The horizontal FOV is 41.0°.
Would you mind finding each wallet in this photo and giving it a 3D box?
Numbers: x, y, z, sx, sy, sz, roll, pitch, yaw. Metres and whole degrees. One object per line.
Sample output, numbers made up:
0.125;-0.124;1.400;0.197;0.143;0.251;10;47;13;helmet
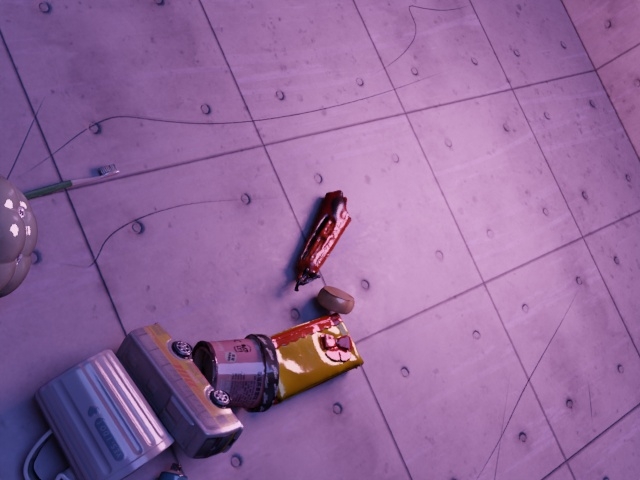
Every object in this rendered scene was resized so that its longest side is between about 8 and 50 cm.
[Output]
-0.026;0.240;1.802;0.241;0.067;0.141;-18;80;-40;wallet

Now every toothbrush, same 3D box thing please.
-0.494;-0.104;1.633;0.257;0.018;0.024;-26;84;-41;toothbrush

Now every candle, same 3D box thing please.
0.000;0.000;1.935;0.084;0.059;0.301;34;51;-6;candle

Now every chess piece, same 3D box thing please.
0.034;0.131;1.886;0.084;0.084;0.038;16;100;-31;chess piece

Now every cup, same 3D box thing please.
-0.387;0.314;1.433;0.221;0.167;0.202;-29;86;-44;cup

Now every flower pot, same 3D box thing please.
-0.582;-0.008;1.382;0.246;0.246;0.195;41;52;-15;flower pot

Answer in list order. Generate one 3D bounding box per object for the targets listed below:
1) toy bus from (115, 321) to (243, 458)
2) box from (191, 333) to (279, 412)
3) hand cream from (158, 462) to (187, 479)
-0.255;0.267;1.533;0.268;0.092;0.106;48;30;23;toy bus
-0.170;0.254;1.639;0.135;0.151;0.151;4;68;-27;box
-0.277;0.508;1.514;0.083;0.048;0.224;23;64;-27;hand cream
